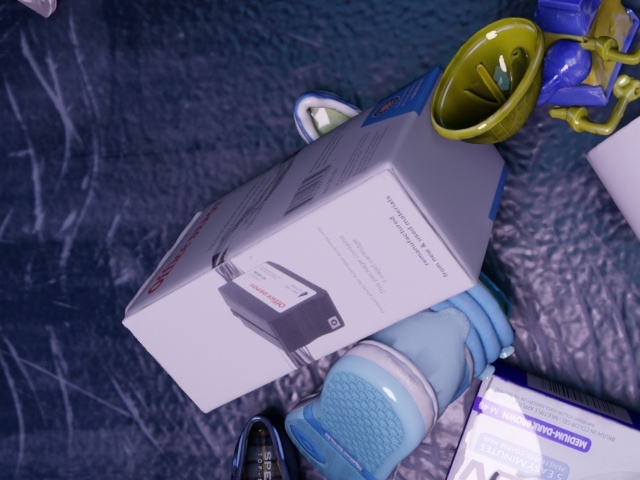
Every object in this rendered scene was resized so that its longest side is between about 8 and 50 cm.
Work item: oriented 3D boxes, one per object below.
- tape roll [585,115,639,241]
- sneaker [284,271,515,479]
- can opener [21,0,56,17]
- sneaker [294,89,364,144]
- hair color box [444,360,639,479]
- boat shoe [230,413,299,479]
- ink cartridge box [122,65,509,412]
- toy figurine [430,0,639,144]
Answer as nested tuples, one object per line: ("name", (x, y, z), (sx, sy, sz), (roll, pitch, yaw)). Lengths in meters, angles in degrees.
("tape roll", (0.376, -0.108, 0.871), (0.286, 0.286, 0.100), (-33, 85, 11))
("sneaker", (0.087, 0.133, 0.983), (0.127, 0.319, 0.208), (45, 64, 6))
("can opener", (-0.399, -0.354, 1.152), (0.283, 0.076, 0.095), (34, 65, 10))
("sneaker", (0.051, -0.080, 1.042), (0.211, 0.081, 0.080), (36, 96, 8))
("hair color box", (0.196, 0.311, 1.006), (0.185, 0.110, 0.339), (19, 97, 10))
("boat shoe", (-0.066, 0.301, 1.014), (0.108, 0.089, 0.258), (-13, 58, 1))
("ink cartridge box", (0.000, 0.000, 0.929), (0.307, 0.223, 0.129), (-28, 108, 30))
("toy figurine", (0.255, -0.179, 0.924), (0.191, 0.217, 0.363), (11, 65, 31))
